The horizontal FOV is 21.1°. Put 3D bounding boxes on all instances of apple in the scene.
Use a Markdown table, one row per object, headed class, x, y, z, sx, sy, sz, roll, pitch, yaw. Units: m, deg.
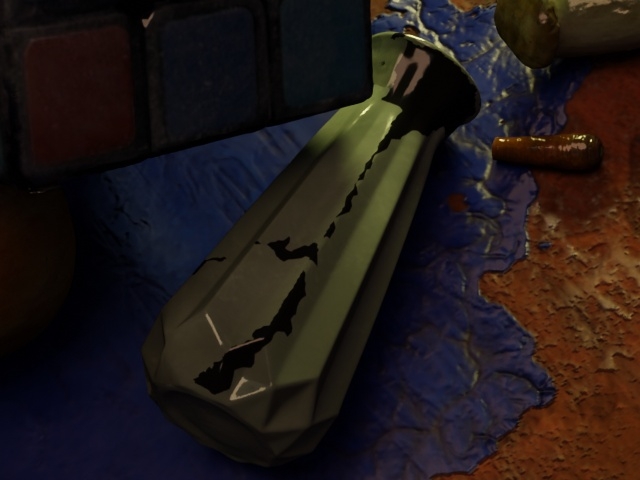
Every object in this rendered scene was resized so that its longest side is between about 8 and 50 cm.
| class | x | y | z | sx | sy | sz | roll | pitch | yaw |
| --- | --- | --- | --- | --- | --- | --- | --- | --- | --- |
| apple | -0.306 | 0.002 | 1.410 | 0.188 | 0.211 | 0.211 | -21 | 54 | -24 |

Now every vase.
| class | x | y | z | sx | sy | sz | roll | pitch | yaw |
| --- | --- | --- | --- | --- | --- | --- | --- | --- | --- |
| vase | 0.000 | 0.000 | 1.374 | 0.165 | 0.165 | 0.360 | 19 | 62 | 23 |

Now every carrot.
| class | x | y | z | sx | sy | sz | roll | pitch | yaw |
| --- | --- | --- | --- | --- | --- | --- | --- | --- | --- |
| carrot | 0.191 | -0.075 | 1.439 | 0.093 | 0.032 | 0.032 | 3 | 61 | 20 |

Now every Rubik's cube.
| class | x | y | z | sx | sy | sz | roll | pitch | yaw |
| --- | --- | --- | --- | --- | --- | --- | --- | --- | --- |
| Rubik's cube | -0.192 | -0.261 | 1.315 | 0.362 | 0.363 | 0.359 | -12 | 21 | -39 |

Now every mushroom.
| class | x | y | z | sx | sy | sz | roll | pitch | yaw |
| --- | --- | --- | --- | --- | --- | --- | --- | --- | --- |
| mushroom | 0.304 | -0.215 | 1.466 | 0.312 | 0.081 | 0.100 | -13 | 61 | 2 |
